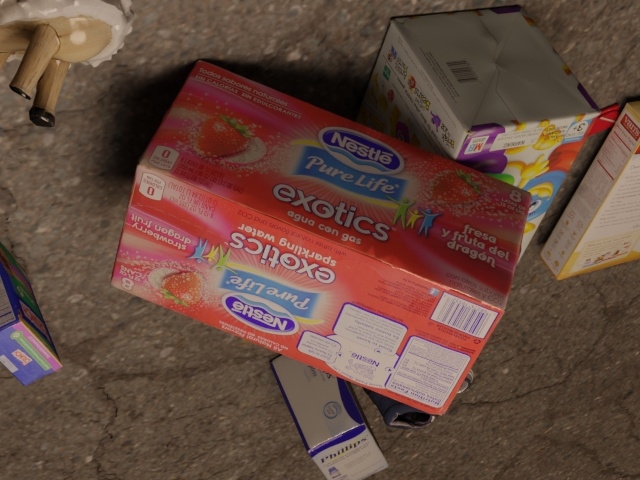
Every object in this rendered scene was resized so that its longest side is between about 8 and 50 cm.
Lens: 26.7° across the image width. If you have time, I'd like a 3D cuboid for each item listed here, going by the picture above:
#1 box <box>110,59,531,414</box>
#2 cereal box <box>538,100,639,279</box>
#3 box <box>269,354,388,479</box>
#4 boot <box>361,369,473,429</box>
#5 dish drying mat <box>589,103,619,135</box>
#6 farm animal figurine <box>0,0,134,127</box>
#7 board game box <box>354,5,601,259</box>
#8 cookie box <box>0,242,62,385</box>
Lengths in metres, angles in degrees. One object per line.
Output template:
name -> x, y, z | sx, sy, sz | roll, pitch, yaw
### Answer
box -> 0.000, 0.000, 1.095 | 0.299, 0.142, 0.154 | 21, 135, 0
cereal box -> 0.362, -0.063, 1.496 | 0.173, 0.047, 0.240 | -11, 143, -31
box -> 0.010, 0.197, 1.527 | 0.072, 0.126, 0.137 | -26, 147, 0
boot -> 0.129, 0.191, 1.641 | 0.190, 0.086, 0.069 | 6, 134, -41
dish drying mat -> 0.273, -0.115, 1.400 | 0.083, 0.008, 0.032 | -24, 148, -7
farm animal figurine -> -0.293, -0.207, 0.699 | 0.326, 0.172, 0.330 | 6, 158, 26
board game box -> 0.116, -0.059, 1.237 | 0.142, 0.144, 0.275 | -10, 144, -27
cookie box -> -0.268, 0.056, 1.145 | 0.040, 0.107, 0.092 | -27, 148, -2
